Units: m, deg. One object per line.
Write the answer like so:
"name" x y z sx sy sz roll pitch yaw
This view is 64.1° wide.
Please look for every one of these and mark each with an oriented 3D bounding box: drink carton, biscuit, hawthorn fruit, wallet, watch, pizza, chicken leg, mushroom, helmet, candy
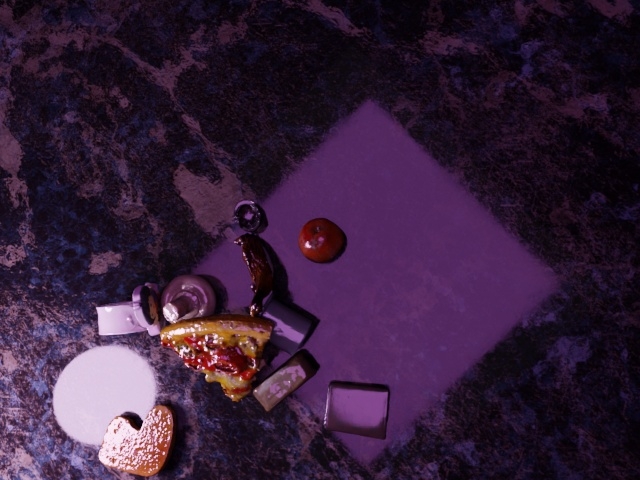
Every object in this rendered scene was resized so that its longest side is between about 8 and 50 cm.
"drink carton" -0.143 0.310 1.829 0.189 0.191 0.186 34 89 1
"biscuit" -0.681 0.739 1.930 0.276 0.052 0.262 8 83 8
"hawthorn fruit" 0.000 0.000 1.832 0.172 0.173 0.173 0 86 7
"wallet" 0.131 0.609 1.840 0.229 0.049 0.182 5 87 9
"watch" -0.701 0.257 1.864 0.231 0.244 0.196 -4 87 0
"pizza" -0.320 0.428 1.773 0.439 0.130 0.406 -6 120 21
"chicken leg" -0.217 0.120 1.793 0.095 0.158 0.407 -30 39 13
"mushroom" -0.497 0.220 1.872 0.206 0.209 0.207 -11 67 26
"helmet" -0.269 -0.087 1.919 0.098 0.070 0.123 -21 77 -1
"candy" -0.130 0.508 1.850 0.234 0.102 0.104 -40 83 5
